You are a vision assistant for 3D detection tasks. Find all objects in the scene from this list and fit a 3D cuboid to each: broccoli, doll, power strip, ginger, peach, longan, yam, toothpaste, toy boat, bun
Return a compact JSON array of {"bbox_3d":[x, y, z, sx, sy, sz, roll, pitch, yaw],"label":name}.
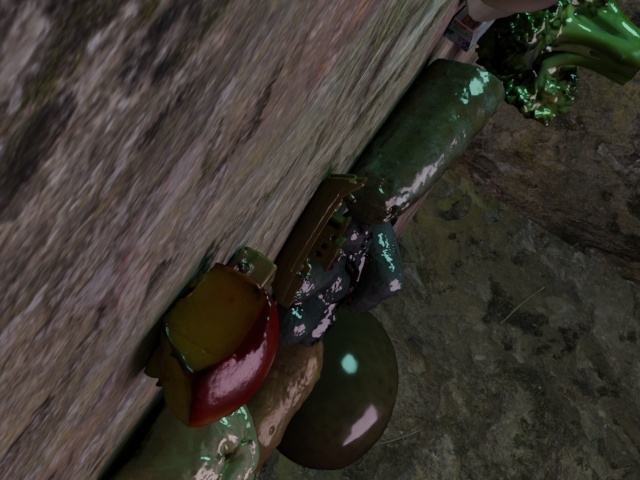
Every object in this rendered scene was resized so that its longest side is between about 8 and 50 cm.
[{"bbox_3d":[0.418,-0.388,2.041,0.338,0.318,0.277,-25,173,2],"label":"broccoli"},{"bbox_3d":[0.042,0.068,1.842,0.340,0.158,0.246,-39,149,-65],"label":"doll"},{"bbox_3d":[-0.091,0.079,1.333,0.064,0.044,0.305,-54,173,-21],"label":"power strip"},{"bbox_3d":[-0.108,0.291,2.004,0.354,0.126,0.190,-60,164,4],"label":"ginger"},{"bbox_3d":[-0.100,0.100,1.098,0.118,0.151,0.151,-5,148,-21],"label":"peach"},{"bbox_3d":[0.012,0.271,2.219,0.288,0.288,0.350,117,-3,-47],"label":"longan"},{"bbox_3d":[0.150,-0.153,1.766,0.330,0.133,0.133,-49,172,-23],"label":"yam"},{"bbox_3d":[0.247,-0.352,1.834,0.040,0.047,0.196,-57,175,36],"label":"toothpaste"},{"bbox_3d":[0.000,0.000,1.536,0.206,0.072,0.064,-58,176,22],"label":"toy boat"},{"bbox_3d":[-0.156,0.269,1.356,0.229,0.145,0.229,-60,174,-10],"label":"bun"}]

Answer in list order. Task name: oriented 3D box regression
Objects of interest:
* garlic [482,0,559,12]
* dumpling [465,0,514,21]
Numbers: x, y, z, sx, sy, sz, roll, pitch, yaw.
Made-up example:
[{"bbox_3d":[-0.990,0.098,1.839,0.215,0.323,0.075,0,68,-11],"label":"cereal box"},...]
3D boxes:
[{"bbox_3d":[0.199,-0.337,1.116,0.143,0.178,0.230,41,61,-54],"label":"garlic"},{"bbox_3d":[0.291,-0.403,1.666,0.172,0.142,0.247,0,139,-41],"label":"dumpling"}]
